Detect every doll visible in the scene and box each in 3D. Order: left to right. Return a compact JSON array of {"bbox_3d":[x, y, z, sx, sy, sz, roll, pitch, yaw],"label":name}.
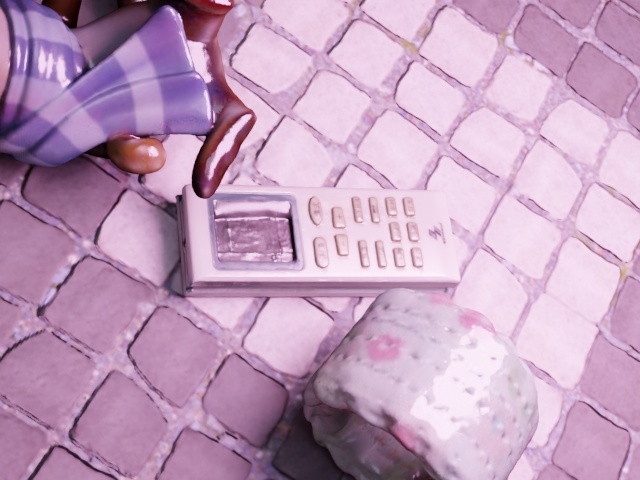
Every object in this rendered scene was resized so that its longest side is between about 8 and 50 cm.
[{"bbox_3d":[-0.241,-0.177,1.062,0.339,0.209,0.318,-7,68,-21],"label":"doll"}]

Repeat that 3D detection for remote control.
[{"bbox_3d":[0.000,0.000,1.168,0.277,0.055,0.103,1,68,-21],"label":"remote control"}]

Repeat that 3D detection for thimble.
[{"bbox_3d":[0.098,0.160,1.077,0.149,0.185,0.211,-48,125,-28],"label":"thimble"}]
